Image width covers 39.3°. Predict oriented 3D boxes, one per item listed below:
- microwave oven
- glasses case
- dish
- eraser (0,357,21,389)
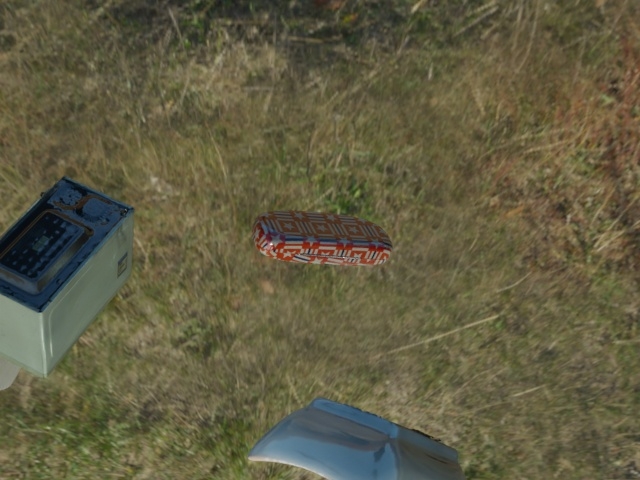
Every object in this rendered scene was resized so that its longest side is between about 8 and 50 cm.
[{"bbox_3d":[-0.346,0.041,1.148,0.129,0.163,0.205,24,46,9],"label":"microwave oven"},{"bbox_3d":[0.000,0.000,1.174,0.194,0.049,0.073,5,37,-28],"label":"glasses case"},{"bbox_3d":[0.053,0.203,0.826,0.151,0.212,0.077,14,77,35],"label":"dish"},{"bbox_3d":[-0.569,0.126,1.334,0.331,0.331,0.150,28,83,5],"label":"eraser"}]
